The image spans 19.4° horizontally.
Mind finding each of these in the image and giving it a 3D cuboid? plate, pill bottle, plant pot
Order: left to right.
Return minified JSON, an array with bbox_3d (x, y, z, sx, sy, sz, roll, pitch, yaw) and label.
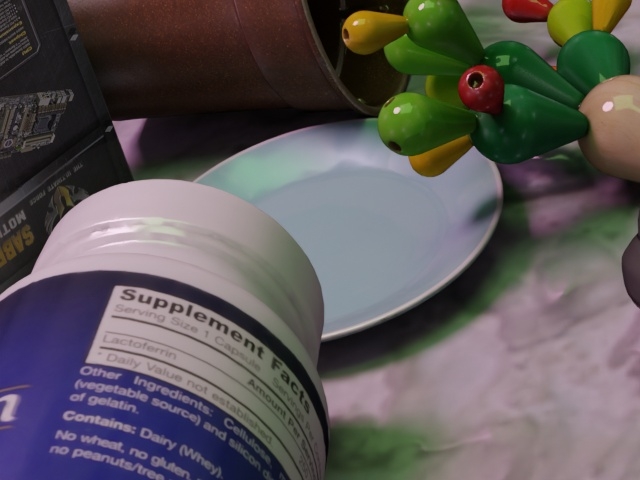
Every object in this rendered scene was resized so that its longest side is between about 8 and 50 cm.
[{"bbox_3d":[-0.078,0.100,0.698,0.153,0.153,0.265,-7,34,15],"label":"pill bottle"},{"bbox_3d":[-0.054,-0.138,1.030,0.165,0.167,0.167,-8,34,23],"label":"plant pot"},{"bbox_3d":[0.000,0.000,0.923,0.188,0.024,0.188,-12,33,8],"label":"plate"}]

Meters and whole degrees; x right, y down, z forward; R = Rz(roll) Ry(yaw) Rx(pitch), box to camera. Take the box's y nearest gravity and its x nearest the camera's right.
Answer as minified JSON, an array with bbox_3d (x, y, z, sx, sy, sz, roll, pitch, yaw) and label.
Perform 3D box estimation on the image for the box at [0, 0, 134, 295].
[{"bbox_3d":[-0.212,-0.040,0.935,0.056,0.183,0.231,18,48,40],"label":"box"}]

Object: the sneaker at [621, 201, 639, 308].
[{"bbox_3d":[0.230,0.005,0.714,0.267,0.106,0.101,18,18,40],"label":"sneaker"}]

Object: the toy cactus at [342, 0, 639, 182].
[{"bbox_3d":[0.117,-0.080,0.909,0.180,0.112,0.219,25,20,20],"label":"toy cactus"}]
